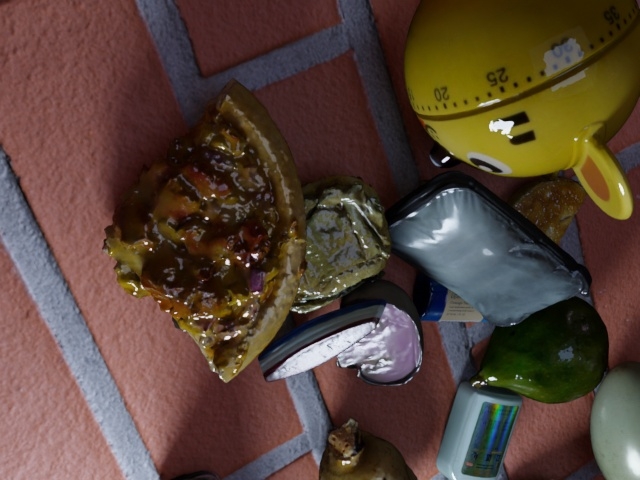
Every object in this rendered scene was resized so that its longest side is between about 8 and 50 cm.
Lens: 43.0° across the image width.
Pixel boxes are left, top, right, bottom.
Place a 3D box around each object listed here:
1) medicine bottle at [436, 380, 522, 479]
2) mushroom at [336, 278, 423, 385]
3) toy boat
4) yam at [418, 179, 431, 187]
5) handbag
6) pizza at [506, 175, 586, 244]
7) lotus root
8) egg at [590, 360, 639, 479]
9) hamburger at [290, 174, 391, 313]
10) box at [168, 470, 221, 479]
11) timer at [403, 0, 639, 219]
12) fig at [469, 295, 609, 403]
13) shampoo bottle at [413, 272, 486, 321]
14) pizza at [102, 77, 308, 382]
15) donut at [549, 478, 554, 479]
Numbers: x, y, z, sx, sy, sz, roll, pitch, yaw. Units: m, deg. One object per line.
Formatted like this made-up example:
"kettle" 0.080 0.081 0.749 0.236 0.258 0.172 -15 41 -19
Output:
"medicine bottle" 0.274 0.371 1.453 0.121 0.083 0.229 13 97 -31
"mushroom" 0.097 0.137 1.295 0.117 0.141 0.188 -60 141 -52
"toy boat" 0.005 0.154 1.226 0.229 0.046 0.080 -30 115 22
"yam" 0.180 -0.051 1.331 0.043 0.043 0.094 -10 108 -24
"handbag" 0.258 0.027 1.269 0.332 0.191 0.075 35 41 -23
"pizza" 0.388 -0.048 1.431 0.175 0.046 0.134 -4 103 -25
"lotus root" 0.084 0.400 1.327 0.140 0.154 0.257 -49 121 -14
"egg" 0.624 0.368 1.551 0.218 0.218 0.295 -28 102 -18
"hamburger" 0.000 0.000 1.221 0.206 0.130 0.183 -23 102 -5
"box" -0.157 0.548 1.225 0.112 0.190 0.369 -11 108 -24
"timer" 0.304 -0.220 1.178 0.376 0.376 0.387 -33 112 -16
"fig" 0.374 0.199 1.401 0.245 0.195 0.195 -22 111 -25
"shampoo bottle" 0.247 0.097 1.393 0.183 0.050 0.087 3 97 -27
"pizza" -0.151 -0.014 1.096 0.278 0.114 0.409 7 92 -8
"donut" 0.413 0.654 1.557 0.382 0.142 0.382 -7 106 -26
